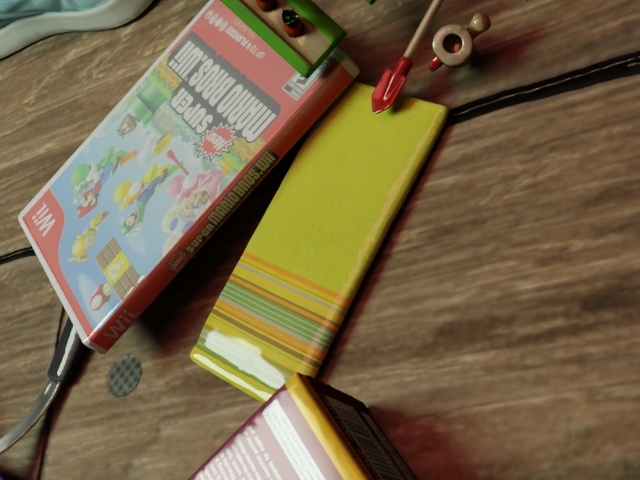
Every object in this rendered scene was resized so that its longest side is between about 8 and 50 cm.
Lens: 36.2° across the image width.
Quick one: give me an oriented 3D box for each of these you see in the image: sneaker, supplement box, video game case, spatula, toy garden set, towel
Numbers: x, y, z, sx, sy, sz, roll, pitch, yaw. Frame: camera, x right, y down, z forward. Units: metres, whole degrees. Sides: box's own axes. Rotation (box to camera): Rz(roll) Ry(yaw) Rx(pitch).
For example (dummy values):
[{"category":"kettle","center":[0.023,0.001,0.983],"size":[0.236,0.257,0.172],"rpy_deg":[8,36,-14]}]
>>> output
[{"category":"sneaker","center":[-0.327,-0.281,0.987],"size":[0.366,0.150,0.135],"rpy_deg":[-5,64,35]},{"category":"supplement box","center":[-0.033,0.185,0.579],"size":[0.188,0.081,0.104],"rpy_deg":[-46,49,9]},{"category":"video game case","center":[-0.118,-0.072,0.785],"size":[0.285,0.025,0.204],"rpy_deg":[-48,42,3]},{"category":"spatula","center":[-0.230,0.130,0.787],"size":[0.084,0.030,0.296],"rpy_deg":[16,75,46]},{"category":"toy garden set","center":[0.063,-0.205,0.652],"size":[0.204,0.049,0.244],"rpy_deg":[43,101,4]},{"category":"towel","center":[0.000,0.000,0.691],"size":[0.102,0.021,0.237],"rpy_deg":[23,82,36]}]
